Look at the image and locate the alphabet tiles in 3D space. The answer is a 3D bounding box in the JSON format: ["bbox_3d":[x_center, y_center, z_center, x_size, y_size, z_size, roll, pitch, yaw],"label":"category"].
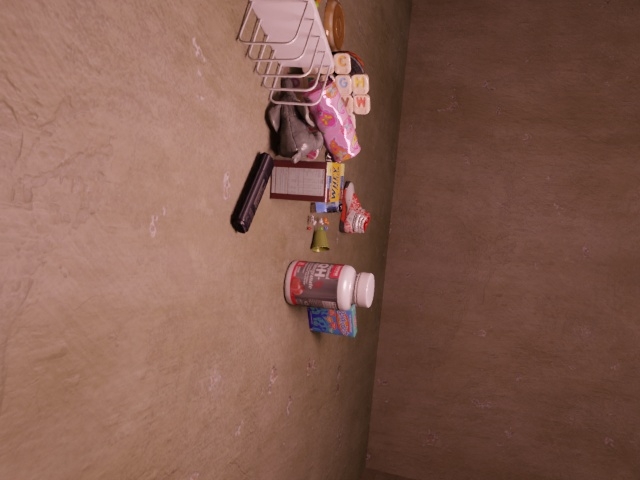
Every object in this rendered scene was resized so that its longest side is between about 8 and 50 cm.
[{"bbox_3d":[0.029,-0.507,1.719,0.021,0.284,0.278,-65,155,-49],"label":"alphabet tiles"}]

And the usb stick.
[{"bbox_3d":[-0.201,-0.149,1.511,0.077,0.045,0.278,80,22,-57],"label":"usb stick"}]

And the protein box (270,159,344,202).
[{"bbox_3d":[-0.042,-0.208,1.725,0.200,0.201,0.136,-20,115,-70],"label":"protein box"}]

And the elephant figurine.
[{"bbox_3d":[-0.098,-0.399,1.626,0.169,0.186,0.239,-28,117,-29],"label":"elephant figurine"}]

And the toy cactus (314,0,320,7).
[{"bbox_3d":[-0.086,-0.797,1.622,0.180,0.112,0.219,47,51,-42],"label":"toy cactus"}]

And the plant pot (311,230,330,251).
[{"bbox_3d":[0.000,0.000,2.135,0.083,0.083,0.079,43,43,-68],"label":"plant pot"}]

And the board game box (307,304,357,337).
[{"bbox_3d":[0.051,0.335,2.162,0.047,0.210,0.160,-59,149,-53],"label":"board game box"}]

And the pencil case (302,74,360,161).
[{"bbox_3d":[0.039,-0.412,1.706,0.284,0.124,0.124,62,34,-29],"label":"pencil case"}]

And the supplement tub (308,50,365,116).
[{"bbox_3d":[0.051,-0.588,1.889,0.338,0.207,0.207,-64,153,-46],"label":"supplement tub"}]

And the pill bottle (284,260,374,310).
[{"bbox_3d":[0.037,0.175,1.895,0.176,0.319,0.176,4,90,-72],"label":"pill bottle"}]

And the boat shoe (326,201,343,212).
[{"bbox_3d":[0.071,-0.155,2.279,0.183,0.083,0.065,-31,125,-68],"label":"boat shoe"}]

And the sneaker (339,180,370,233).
[{"bbox_3d":[0.187,-0.166,2.530,0.090,0.145,0.270,30,67,-70],"label":"sneaker"}]

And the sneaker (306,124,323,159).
[{"bbox_3d":[-0.019,-0.411,1.964,0.075,0.063,0.170,-44,141,-63],"label":"sneaker"}]

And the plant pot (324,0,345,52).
[{"bbox_3d":[0.066,-0.911,2.118,0.236,0.032,0.236,5,90,-71],"label":"plant pot"}]

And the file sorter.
[{"bbox_3d":[-0.098,-0.558,1.473,0.277,0.193,0.173,57,45,-63],"label":"file sorter"}]

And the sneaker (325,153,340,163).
[{"bbox_3d":[0.059,-0.367,2.244,0.170,0.068,0.071,73,13,-68],"label":"sneaker"}]

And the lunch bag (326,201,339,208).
[{"bbox_3d":[0.037,-0.229,2.153,0.151,0.096,0.129,-86,166,-48],"label":"lunch bag"}]

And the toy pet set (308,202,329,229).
[{"bbox_3d":[0.007,-0.101,2.075,0.122,0.065,0.114,-4,89,-52],"label":"toy pet set"}]
